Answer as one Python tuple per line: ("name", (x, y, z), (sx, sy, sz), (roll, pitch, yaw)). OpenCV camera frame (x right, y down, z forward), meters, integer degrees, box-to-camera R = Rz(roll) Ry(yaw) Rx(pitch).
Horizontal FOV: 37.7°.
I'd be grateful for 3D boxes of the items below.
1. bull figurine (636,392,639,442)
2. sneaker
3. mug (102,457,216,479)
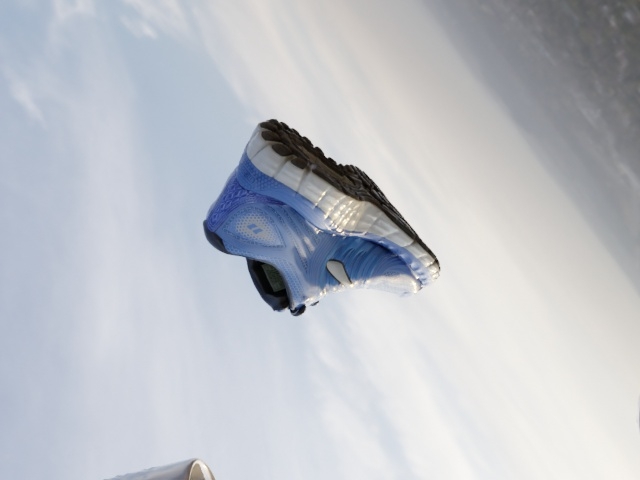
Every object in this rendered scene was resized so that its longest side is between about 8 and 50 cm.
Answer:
("bull figurine", (0.315, 0.174, 0.711), (0.101, 0.188, 0.310), (56, -157, -14))
("sneaker", (0.000, 0.000, 0.942), (0.330, 0.147, 0.129), (28, -159, -51))
("mug", (-0.290, 0.472, 1.187), (0.374, 0.328, 0.276), (-95, -9, -74))
